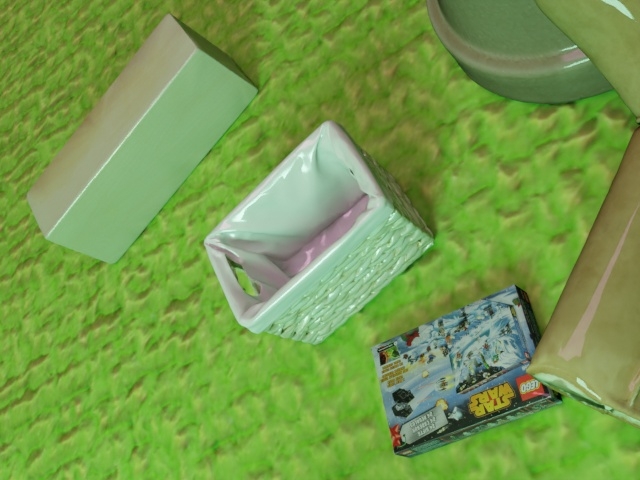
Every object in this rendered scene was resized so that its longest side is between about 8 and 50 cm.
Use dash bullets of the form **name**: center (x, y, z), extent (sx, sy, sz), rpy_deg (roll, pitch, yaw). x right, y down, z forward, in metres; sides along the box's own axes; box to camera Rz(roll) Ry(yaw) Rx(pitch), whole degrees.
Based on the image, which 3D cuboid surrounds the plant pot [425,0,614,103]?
- **plant pot**: center (0.161, -0.270, 0.635), extent (0.263, 0.229, 0.263), rpy_deg (-16, 62, 33)

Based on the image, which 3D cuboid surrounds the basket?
- **basket**: center (0.000, 0.000, 0.730), extent (0.167, 0.103, 0.113), rpy_deg (-42, 52, 16)

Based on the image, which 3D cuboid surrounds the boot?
- **boot**: center (0.196, -0.031, 0.530), extent (0.089, 0.236, 0.269), rpy_deg (161, 133, -82)

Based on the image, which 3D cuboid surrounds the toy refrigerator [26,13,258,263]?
- **toy refrigerator**: center (-0.205, -0.111, 0.936), extent (0.269, 0.102, 0.094), rpy_deg (-48, 50, 13)

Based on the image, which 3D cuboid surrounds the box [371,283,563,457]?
- **box**: center (0.110, 0.105, 0.652), extent (0.137, 0.027, 0.094), rpy_deg (-27, 56, 27)
